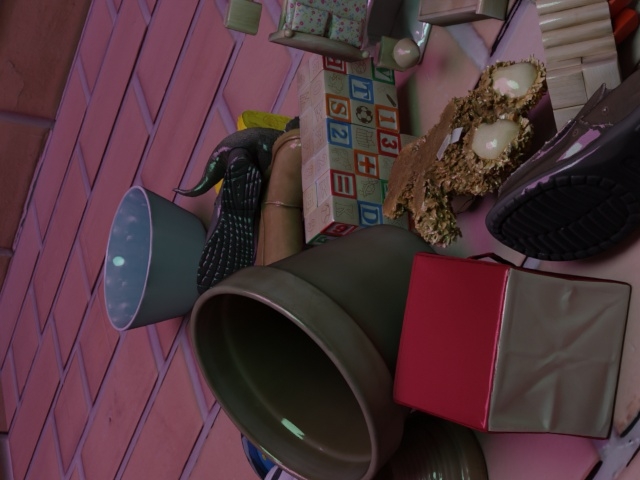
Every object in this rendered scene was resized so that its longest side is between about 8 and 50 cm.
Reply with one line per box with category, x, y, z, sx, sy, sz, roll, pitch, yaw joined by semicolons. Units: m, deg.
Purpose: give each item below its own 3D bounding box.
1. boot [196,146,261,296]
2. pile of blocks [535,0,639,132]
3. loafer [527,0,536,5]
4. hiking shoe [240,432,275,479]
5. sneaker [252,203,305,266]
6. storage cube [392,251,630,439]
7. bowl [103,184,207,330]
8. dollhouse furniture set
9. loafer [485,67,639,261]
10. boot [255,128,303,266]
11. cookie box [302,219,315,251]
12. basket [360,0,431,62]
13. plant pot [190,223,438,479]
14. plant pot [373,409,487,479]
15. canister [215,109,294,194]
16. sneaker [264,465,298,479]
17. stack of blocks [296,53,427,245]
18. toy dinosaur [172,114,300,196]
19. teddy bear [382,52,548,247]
boot;-0.146;-0.028;1.977;0.161;0.083;0.246;-117;42;-78
pile of blocks;0.321;-0.302;1.436;0.113;0.149;0.362;-9;81;18
loafer;0.247;-0.340;1.584;0.125;0.045;0.039;20;114;30
hiking shoe;-0.059;0.284;1.943;0.132;0.113;0.304;33;127;56
sneaker;-0.102;0.053;2.122;0.321;0.127;0.126;116;152;-48
storage cube;0.222;0.124;1.395;0.193;0.184;0.215;6;88;62
bowl;-0.341;0.047;2.542;0.311;0.163;0.311;-28;57;57
dollhouse furniture set;0.076;-0.408;1.639;0.174;0.355;0.303;8;89;63
loafer;0.334;-0.099;1.331;0.366;0.134;0.130;-37;27;42
boot;-0.045;-0.008;1.860;0.236;0.089;0.269;121;154;-58
cookie box;0.000;0.000;1.965;0.107;0.092;0.040;-28;54;59
basket;0.108;-0.370;1.837;0.103;0.113;0.167;-136;58;-63
plant pot;0.036;0.128;1.599;0.323;0.280;0.323;30;140;29
plant pot;0.118;0.346;1.620;0.237;0.110;0.237;-25;62;60
canister;-0.115;-0.149;2.196;0.073;0.126;0.170;-107;34;-43
sneaker;-0.003;0.481;1.784;0.210;0.137;0.366;131;142;-51
stack of blocks;0.064;-0.132;1.788;0.087;0.171;0.297;-39;48;53
toy dinosaur;-0.105;-0.142;2.091;0.121;0.313;0.160;-80;-16;-68
teddy bear;0.201;-0.111;1.554;0.338;0.113;0.245;127;158;-48
